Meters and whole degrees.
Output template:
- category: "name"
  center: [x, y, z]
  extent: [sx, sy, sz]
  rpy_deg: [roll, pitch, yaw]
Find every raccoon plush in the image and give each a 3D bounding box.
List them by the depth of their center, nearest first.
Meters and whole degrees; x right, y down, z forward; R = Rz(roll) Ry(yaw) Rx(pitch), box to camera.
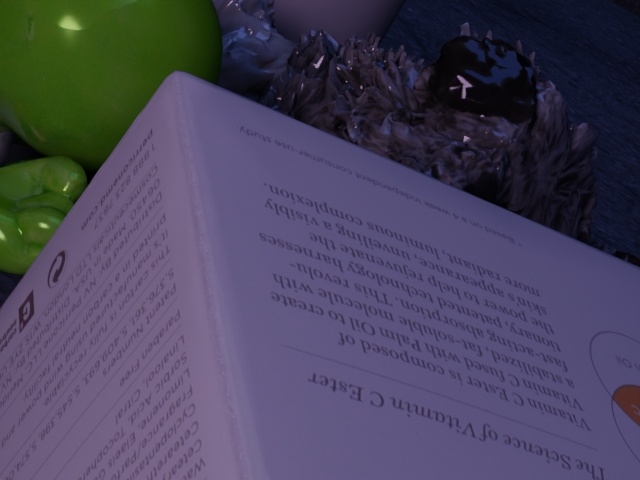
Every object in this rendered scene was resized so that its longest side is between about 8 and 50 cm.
- category: "raccoon plush"
  center: [0.000, 0.000, 1.070]
  extent: [0.299, 0.216, 0.446]
  rpy_deg: [26, -16, 31]

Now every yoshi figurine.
- category: "yoshi figurine"
  center: [-0.168, -0.081, 0.711]
  extent: [0.203, 0.204, 0.362]
  rpy_deg: [36, 22, 20]

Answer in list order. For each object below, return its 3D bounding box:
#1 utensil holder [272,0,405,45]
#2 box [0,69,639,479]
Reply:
- category: "utensil holder"
  center: [-0.060, -0.266, 1.207]
  extent: [0.327, 0.385, 0.327]
  rpy_deg: [28, 18, -10]
- category: "box"
  center: [0.024, 0.148, 0.510]
  extent: [0.215, 0.168, 0.345]
  rpy_deg: [22, 34, -29]
